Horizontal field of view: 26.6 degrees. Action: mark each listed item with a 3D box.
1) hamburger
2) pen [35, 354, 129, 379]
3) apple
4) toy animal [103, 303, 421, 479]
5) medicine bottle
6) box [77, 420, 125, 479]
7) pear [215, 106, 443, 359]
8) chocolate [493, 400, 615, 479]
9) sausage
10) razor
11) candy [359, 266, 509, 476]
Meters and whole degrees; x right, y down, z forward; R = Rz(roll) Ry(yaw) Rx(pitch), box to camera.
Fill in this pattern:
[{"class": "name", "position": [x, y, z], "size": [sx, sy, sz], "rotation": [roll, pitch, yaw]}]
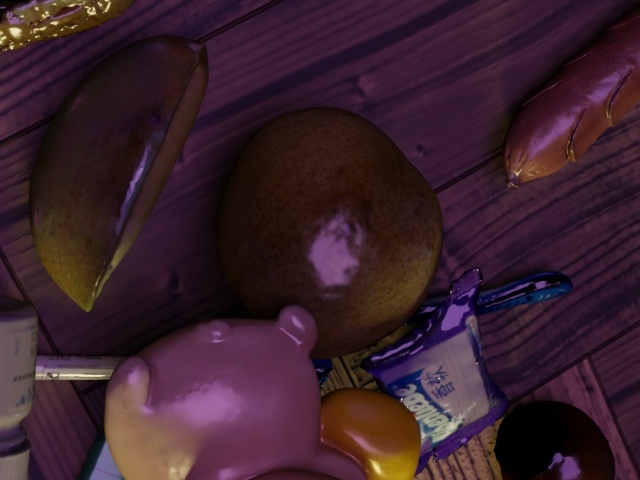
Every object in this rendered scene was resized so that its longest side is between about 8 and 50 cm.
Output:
[{"class": "hamburger", "position": [-0.249, -0.218, 1.163], "size": [0.183, 0.206, 0.130], "rotation": [-18, 122, -15]}, {"class": "pen", "position": [-0.186, 0.124, 1.319], "size": [0.204, 0.025, 0.025], "rotation": [3, 97, -20]}, {"class": "apple", "position": [-0.190, -0.074, 1.208], "size": [0.120, 0.193, 0.265], "rotation": [23, 92, -10]}, {"class": "toy animal", "position": [-0.029, 0.237, 1.175], "size": [0.277, 0.247, 0.345], "rotation": [-12, 127, -6]}, {"class": "medicine bottle", "position": [-0.314, 0.139, 1.235], "size": [0.105, 0.105, 0.168], "rotation": [3, 96, -19]}, {"class": "box", "position": [-0.168, 0.275, 1.335], "size": [0.162, 0.041, 0.229], "rotation": [25, 89, -20]}, {"class": "pear", "position": [0.000, 0.000, 1.274], "size": [0.228, 0.188, 0.211], "rotation": [44, 71, -13]}, {"class": "chocolate", "position": [0.261, 0.243, 1.456], "size": [0.133, 0.127, 0.124], "rotation": [23, 119, -34]}, {"class": "sausage", "position": [0.345, -0.202, 1.424], "size": [0.433, 0.088, 0.088], "rotation": [-39, 108, -10]}, {"class": "razor", "position": [0.117, 0.081, 1.403], "size": [0.324, 0.093, 0.056], "rotation": [-19, 67, -19]}, {"class": "candy", "position": [0.119, 0.141, 1.351], "size": [0.145, 0.070, 0.275], "rotation": [-33, 143, -10]}]
